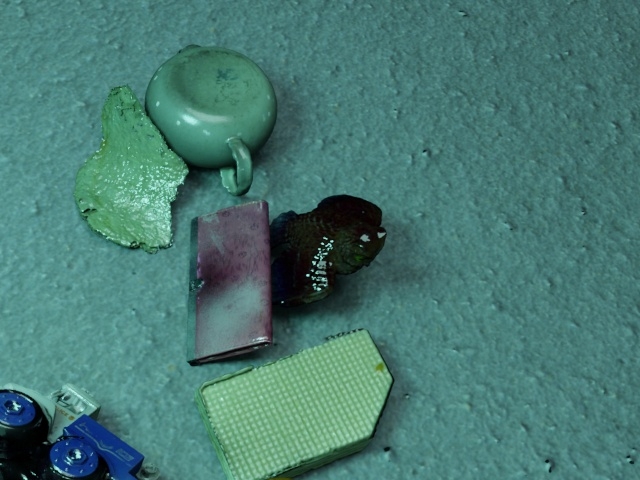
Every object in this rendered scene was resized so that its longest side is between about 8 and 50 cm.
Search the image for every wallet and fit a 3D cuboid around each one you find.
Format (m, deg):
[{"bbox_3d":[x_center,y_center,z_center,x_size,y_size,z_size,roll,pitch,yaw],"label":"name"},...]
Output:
[{"bbox_3d":[-0.121,0.053,1.521,0.119,0.025,0.232,-14,53,15],"label":"wallet"}]

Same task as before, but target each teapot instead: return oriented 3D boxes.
[{"bbox_3d":[-0.161,-0.189,1.662,0.193,0.129,0.294,-13,60,-21],"label":"teapot"}]

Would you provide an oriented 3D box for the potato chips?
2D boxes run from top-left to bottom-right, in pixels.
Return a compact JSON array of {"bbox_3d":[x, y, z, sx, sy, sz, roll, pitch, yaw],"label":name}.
[{"bbox_3d":[-0.269,-0.101,1.595,0.167,0.059,0.228,8,78,16],"label":"potato chips"}]

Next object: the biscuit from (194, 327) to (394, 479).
[{"bbox_3d":[-0.021,0.213,1.437,0.252,0.052,0.150,-19,63,-22],"label":"biscuit"}]

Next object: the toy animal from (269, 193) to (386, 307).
[{"bbox_3d":[0.005,0.000,1.525,0.116,0.179,0.218,47,60,-9],"label":"toy animal"}]

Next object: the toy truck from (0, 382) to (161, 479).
[{"bbox_3d":[-0.299,0.249,1.306,0.213,0.161,0.177,33,35,13],"label":"toy truck"}]

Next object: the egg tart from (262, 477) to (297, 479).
[{"bbox_3d":[-0.058,0.363,1.246,0.215,0.171,0.215,17,49,-20],"label":"egg tart"}]
